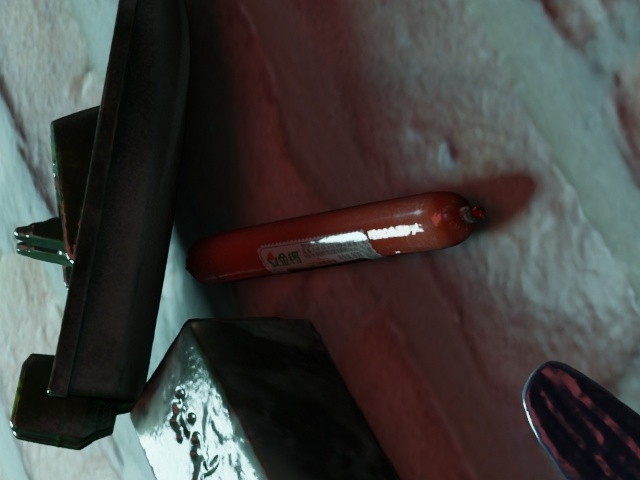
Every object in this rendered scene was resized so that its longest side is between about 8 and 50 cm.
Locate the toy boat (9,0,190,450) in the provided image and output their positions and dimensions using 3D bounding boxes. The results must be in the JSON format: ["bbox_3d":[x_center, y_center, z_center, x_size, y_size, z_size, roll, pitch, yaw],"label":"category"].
[{"bbox_3d":[-0.132,-0.035,1.013,0.141,0.092,0.319,128,151,-76],"label":"toy boat"}]

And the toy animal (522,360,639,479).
[{"bbox_3d":[0.130,0.168,0.663,0.176,0.255,0.239,-73,-8,-67],"label":"toy animal"}]

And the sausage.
[{"bbox_3d":[0.000,0.000,0.921,0.253,0.034,0.034,-11,81,51],"label":"sausage"}]

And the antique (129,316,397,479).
[{"bbox_3d":[-0.027,0.127,0.911,0.088,0.086,0.183,-56,49,33],"label":"antique"}]
